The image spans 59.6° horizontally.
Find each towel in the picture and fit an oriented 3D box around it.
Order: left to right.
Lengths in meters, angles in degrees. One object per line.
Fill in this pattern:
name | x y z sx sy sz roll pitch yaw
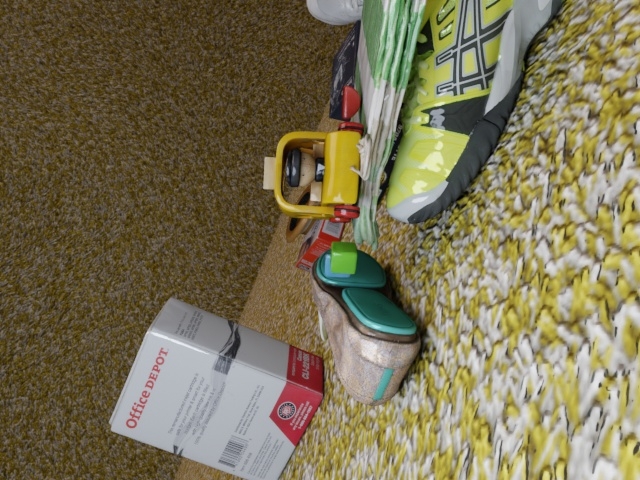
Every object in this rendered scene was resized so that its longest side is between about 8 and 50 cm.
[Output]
towel | 0.066 -0.184 0.648 0.247 0.038 0.324 -91 4 -50

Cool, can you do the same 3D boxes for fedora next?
fedora | -0.025 -0.065 1.500 0.194 0.079 0.194 -57 17 28

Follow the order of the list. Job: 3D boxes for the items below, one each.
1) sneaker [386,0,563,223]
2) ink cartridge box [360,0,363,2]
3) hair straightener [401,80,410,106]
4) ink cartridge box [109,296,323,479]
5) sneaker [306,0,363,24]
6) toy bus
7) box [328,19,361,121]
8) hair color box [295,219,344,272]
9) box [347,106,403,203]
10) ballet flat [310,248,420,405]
sneaker | 0.146 -0.206 0.627 0.145 0.147 0.384 -120 51 -77
ink cartridge box | 0.104 -0.474 0.750 0.270 0.396 0.151 125 166 -50
hair straightener | 0.179 -0.323 1.122 0.230 0.047 0.089 -70 -14 13
ink cartridge box | -0.158 0.238 0.877 0.114 0.273 0.197 -92 27 -70
sneaker | 0.124 -0.520 1.155 0.152 0.305 0.114 -131 32 -72
toy bus | -0.010 -0.072 0.625 0.191 0.104 0.202 -90 3 -47
box | 0.089 -0.362 1.223 0.156 0.093 0.158 141 135 -66
hair color box | 0.000 0.000 1.271 0.167 0.053 0.093 126 164 -58
box | 0.092 -0.182 1.047 0.220 0.051 0.175 -104 35 -57
ballet flat | 0.037 0.094 0.676 0.316 0.108 0.106 -101 21 -76
